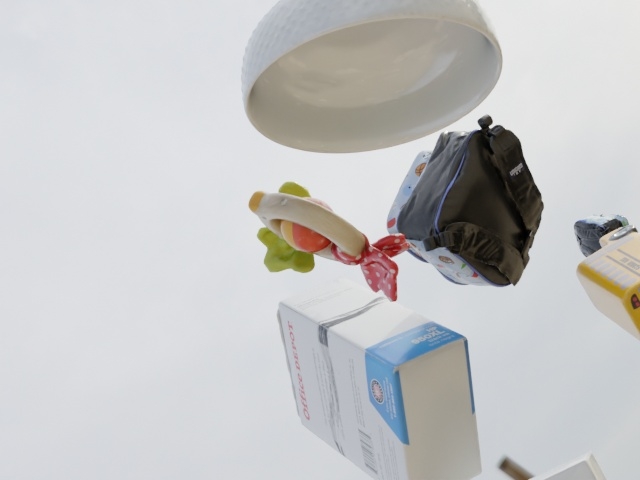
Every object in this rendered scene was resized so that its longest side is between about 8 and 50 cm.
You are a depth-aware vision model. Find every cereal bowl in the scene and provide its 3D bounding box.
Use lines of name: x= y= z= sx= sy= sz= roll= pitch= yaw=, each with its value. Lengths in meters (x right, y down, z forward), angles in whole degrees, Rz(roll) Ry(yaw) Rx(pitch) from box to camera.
cereal bowl: x=0.060 y=-0.252 z=1.342 sx=0.339 sy=0.141 sz=0.339 roll=-7 pitch=-23 yaw=-3

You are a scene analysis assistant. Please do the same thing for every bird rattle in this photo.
bird rattle: x=0.000 y=0.000 z=1.493 sx=0.143 sy=0.254 sz=0.207 roll=-59 pitch=-39 yaw=-6

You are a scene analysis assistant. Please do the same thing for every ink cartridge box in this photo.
ink cartridge box: x=0.102 y=0.265 z=1.891 sx=0.166 sy=0.395 sz=0.285 roll=-21 pitch=-66 yaw=-27

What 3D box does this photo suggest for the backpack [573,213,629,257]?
backpack: x=0.590 y=-0.005 z=2.124 sx=0.084 sy=0.114 sz=0.105 roll=-22 pitch=-72 yaw=-19

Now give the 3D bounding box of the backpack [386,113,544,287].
backpack: x=0.267 y=-0.040 z=1.841 sx=0.263 sy=0.213 sz=0.276 roll=40 pitch=-110 yaw=-30

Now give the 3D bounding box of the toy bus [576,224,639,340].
toy bus: x=0.502 y=0.067 z=1.616 sx=0.130 sy=0.108 sz=0.332 roll=-32 pitch=7 yaw=3

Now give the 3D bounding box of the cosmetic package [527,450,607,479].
cosmetic package: x=0.345 y=0.530 z=1.755 sx=0.366 sy=0.196 sz=0.155 roll=-28 pitch=-12 yaw=13
